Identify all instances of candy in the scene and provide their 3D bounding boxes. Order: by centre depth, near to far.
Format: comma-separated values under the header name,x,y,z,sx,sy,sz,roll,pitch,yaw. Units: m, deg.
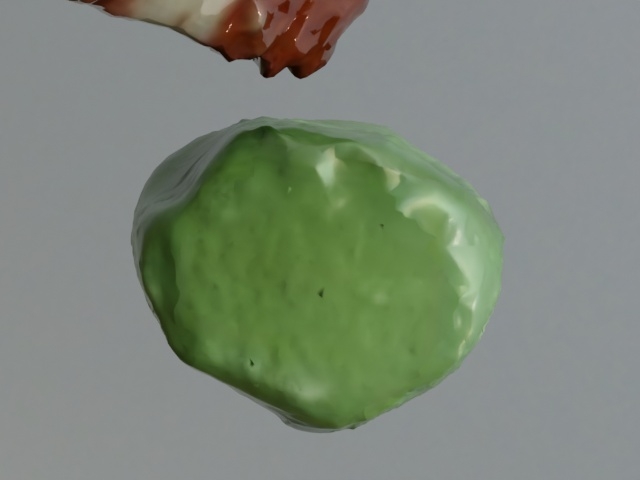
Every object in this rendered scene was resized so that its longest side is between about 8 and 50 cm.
name,x,y,z,sx,sy,sz,roll,pitch,yaw
candy,0.000,0.000,0.722,0.142,0.132,0.343,49,3,-2

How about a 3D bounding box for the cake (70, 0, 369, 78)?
name,x,y,z,sx,sy,sz,roll,pitch,yaw
cake,-0.103,-0.250,0.548,0.270,0.269,0.319,38,14,33
